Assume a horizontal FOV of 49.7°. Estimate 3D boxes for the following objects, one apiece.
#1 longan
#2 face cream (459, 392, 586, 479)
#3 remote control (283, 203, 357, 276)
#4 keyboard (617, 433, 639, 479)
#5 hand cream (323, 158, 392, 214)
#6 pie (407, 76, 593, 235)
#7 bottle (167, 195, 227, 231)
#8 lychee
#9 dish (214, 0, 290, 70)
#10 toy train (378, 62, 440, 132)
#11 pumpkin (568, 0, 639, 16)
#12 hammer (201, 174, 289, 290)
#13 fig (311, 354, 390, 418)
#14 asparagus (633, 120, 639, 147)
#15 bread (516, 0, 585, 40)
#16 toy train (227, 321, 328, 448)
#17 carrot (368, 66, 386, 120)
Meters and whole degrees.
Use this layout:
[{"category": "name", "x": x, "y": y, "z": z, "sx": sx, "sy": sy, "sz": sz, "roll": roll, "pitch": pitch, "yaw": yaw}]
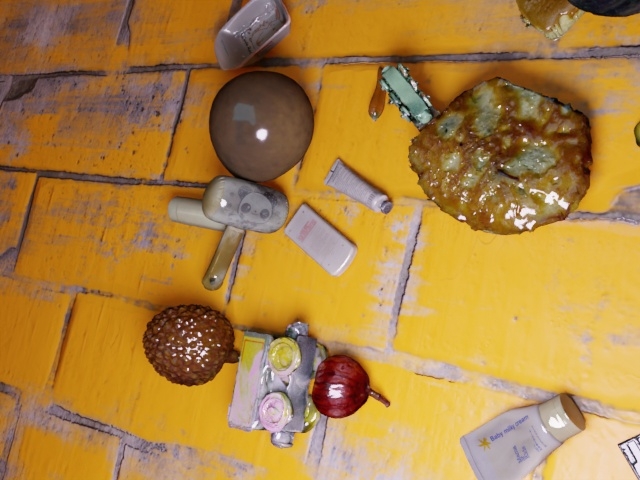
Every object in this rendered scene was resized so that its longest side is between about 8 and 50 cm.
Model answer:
[{"category": "longan", "x": -0.136, "y": -0.264, "z": 1.593, "sx": 0.258, "sy": 0.258, "sz": 0.257, "roll": -9, "pitch": 72, "yaw": 30}, {"category": "face cream", "x": 0.351, "y": 0.354, "z": 1.215, "sx": 0.224, "sy": 0.070, "sz": 0.114, "roll": -40, "pitch": 59, "yaw": 27}, {"category": "remote control", "x": 0.000, "y": 0.000, "z": 1.551, "sx": 0.190, "sy": 0.029, "sz": 0.087, "roll": 40, "pitch": 100, "yaw": 34}, {"category": "keyboard", "x": 0.552, "y": 0.403, "z": 1.096, "sx": 0.064, "sy": 0.010, "sz": 0.198, "roll": -34, "pitch": 61, "yaw": 19}, {"category": "hand cream", "x": 0.084, "y": -0.113, "z": 1.527, "sx": 0.194, "sy": 0.042, "sz": 0.067, "roll": 38, "pitch": 106, "yaw": 39}, {"category": "pie", "x": 0.346, "y": -0.154, "z": 1.330, "sx": 0.355, "sy": 0.103, "sz": 0.288, "roll": 30, "pitch": 94, "yaw": 31}, {"category": "bottle", "x": -0.289, "y": -0.066, "z": 1.729, "sx": 0.202, "sy": 0.072, "sz": 0.072, "roll": 10, "pitch": 82, "yaw": 35}, {"category": "lychee", "x": -0.287, "y": 0.242, "z": 1.577, "sx": 0.238, "sy": 0.200, "sz": 0.200, "roll": 20, "pitch": 87, "yaw": -6}, {"category": "dish", "x": -0.172, "y": -0.527, "z": 1.788, "sx": 0.234, "sy": 0.064, "sz": 0.154, "roll": -36, "pitch": 60, "yaw": 18}, {"category": "toy train", "x": 0.192, "y": -0.295, "z": 1.465, "sx": 0.074, "sy": 0.118, "sz": 0.175, "roll": -38, "pitch": 55, "yaw": 12}, {"category": "pumpkin", "x": 0.532, "y": -0.553, "z": 1.206, "sx": 0.241, "sy": 0.324, "sz": 0.323, "roll": 139, "pitch": 133, "yaw": -66}, {"category": "hammer", "x": -0.212, "y": -0.002, "z": 1.618, "sx": 0.305, "sy": 0.202, "sz": 0.113, "roll": -62, "pitch": 29, "yaw": 25}, {"category": "fig", "x": 0.046, "y": 0.305, "z": 1.384, "sx": 0.128, "sy": 0.128, "sz": 0.150, "roll": -50, "pitch": 62, "yaw": 11}, {"category": "asparagus", "x": 0.695, "y": -0.233, "z": 1.143, "sx": 0.343, "sy": 0.085, "sz": 0.082, "roll": -16, "pitch": 45, "yaw": 31}, {"category": "bread", "x": 0.464, "y": -0.475, "z": 1.364, "sx": 0.140, "sy": 0.069, "sz": 0.128, "roll": -45, "pitch": 59, "yaw": 15}, {"category": "toy train", "x": -0.092, "y": 0.299, "z": 1.463, "sx": 0.178, "sy": 0.134, "sz": 0.260, "roll": 3, "pitch": 78, "yaw": 34}, {"category": "carrot", "x": 0.132, "y": -0.330, "z": 1.560, "sx": 0.035, "sy": 0.035, "sz": 0.142, "roll": 0, "pitch": 69, "yaw": 33}]
